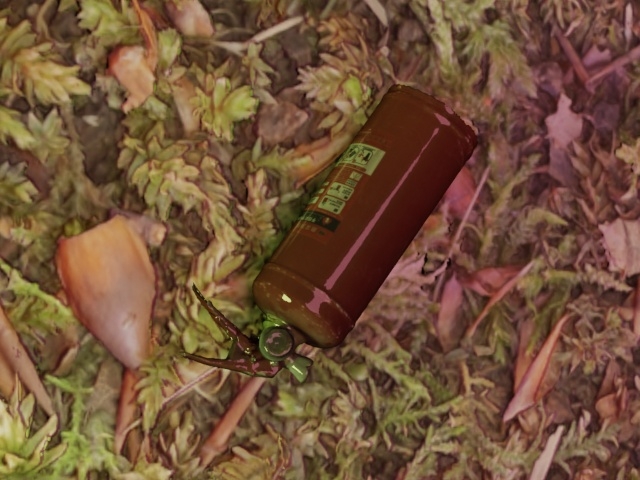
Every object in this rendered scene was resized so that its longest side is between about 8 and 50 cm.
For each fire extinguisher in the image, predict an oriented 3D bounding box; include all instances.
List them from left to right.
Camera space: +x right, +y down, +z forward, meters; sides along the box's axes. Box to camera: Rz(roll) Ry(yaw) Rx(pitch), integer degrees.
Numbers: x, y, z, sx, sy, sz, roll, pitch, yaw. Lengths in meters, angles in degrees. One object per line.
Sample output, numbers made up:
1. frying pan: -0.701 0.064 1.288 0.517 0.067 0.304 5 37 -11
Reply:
1. fire extinguisher: 0.000 0.000 1.831 0.147 0.106 0.337 35 75 5
